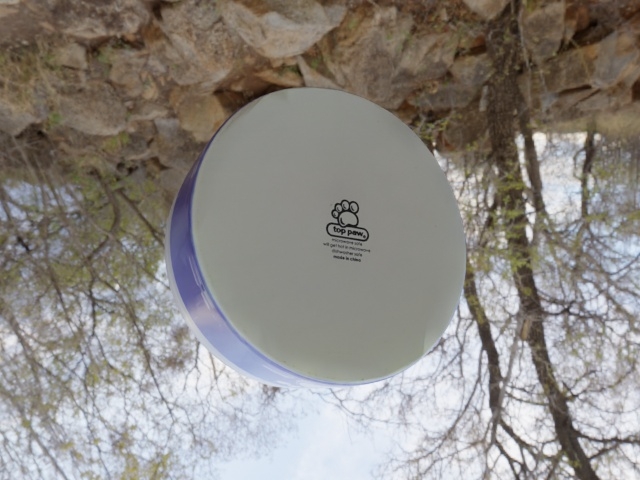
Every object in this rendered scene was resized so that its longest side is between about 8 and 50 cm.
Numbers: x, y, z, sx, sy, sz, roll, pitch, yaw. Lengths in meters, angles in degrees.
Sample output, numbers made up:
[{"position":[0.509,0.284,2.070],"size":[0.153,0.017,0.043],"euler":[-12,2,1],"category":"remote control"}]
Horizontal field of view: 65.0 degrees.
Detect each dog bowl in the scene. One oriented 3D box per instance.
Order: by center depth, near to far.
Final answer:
[{"position":[0.000,0.000,0.464],"size":[0.265,0.265,0.104],"euler":[-27,179,-30],"category":"dog bowl"}]
